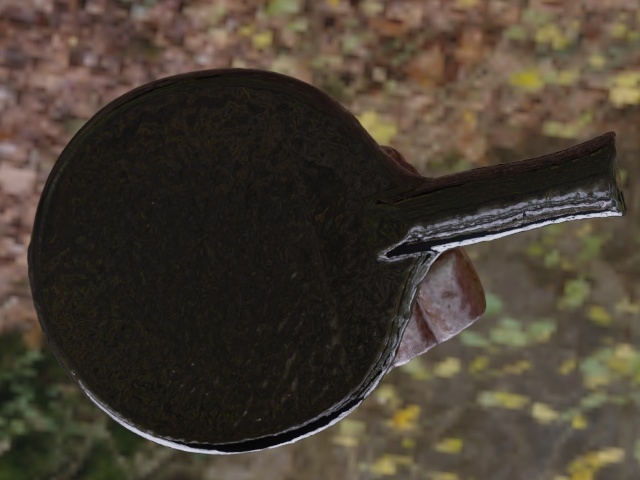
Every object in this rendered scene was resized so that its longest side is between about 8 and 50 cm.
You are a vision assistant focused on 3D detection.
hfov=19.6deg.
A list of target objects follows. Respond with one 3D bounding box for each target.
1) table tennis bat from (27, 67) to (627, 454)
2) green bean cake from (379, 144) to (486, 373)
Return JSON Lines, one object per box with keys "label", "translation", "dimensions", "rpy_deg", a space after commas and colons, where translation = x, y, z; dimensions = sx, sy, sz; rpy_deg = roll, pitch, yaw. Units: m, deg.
{"label": "table tennis bat", "translation": [0.000, 0.000, 0.712], "dimensions": [0.236, 0.150, 0.027], "rpy_deg": [-13, -177, 9]}
{"label": "green bean cake", "translation": [0.001, 0.016, 0.916], "dimensions": [0.135, 0.056, 0.135], "rpy_deg": [-27, -148, -2]}
